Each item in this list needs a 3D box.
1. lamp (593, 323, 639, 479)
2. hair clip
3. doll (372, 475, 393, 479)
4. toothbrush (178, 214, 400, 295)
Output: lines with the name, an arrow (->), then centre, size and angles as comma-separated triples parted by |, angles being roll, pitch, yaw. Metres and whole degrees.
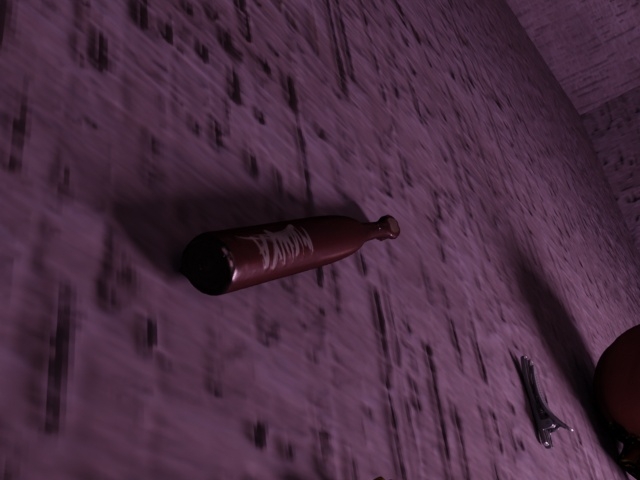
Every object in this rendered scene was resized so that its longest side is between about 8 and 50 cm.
lamp -> 0.553, 0.265, 1.284 | 0.305, 0.240, 0.305 | 32, -12, 8
hair clip -> 0.272, 0.191, 1.033 | 0.030, 0.039, 0.115 | 42, 28, -50
doll -> 0.050, 0.209, 0.488 | 0.145, 0.096, 0.188 | 51, 15, -43
toothbrush -> 0.001, 0.000, 0.670 | 0.041, 0.040, 0.364 | 65, 23, 5
